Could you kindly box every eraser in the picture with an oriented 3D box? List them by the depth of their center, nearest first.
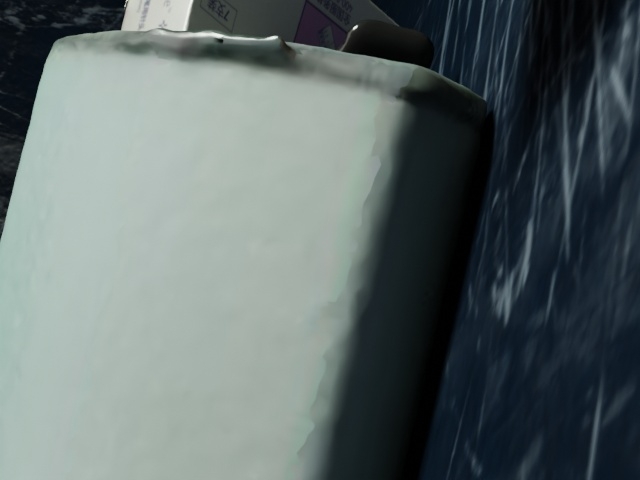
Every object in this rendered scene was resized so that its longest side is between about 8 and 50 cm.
[{"bbox_3d":[-0.055,0.069,0.724,0.104,0.189,0.290,20,-97,-59],"label":"eraser"}]

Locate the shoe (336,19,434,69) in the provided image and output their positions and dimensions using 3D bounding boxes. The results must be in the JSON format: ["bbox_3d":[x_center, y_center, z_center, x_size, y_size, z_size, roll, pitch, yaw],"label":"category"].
[{"bbox_3d":[0.000,0.000,0.819,0.112,0.099,0.227,121,165,-53],"label":"shoe"}]

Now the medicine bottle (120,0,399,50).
[{"bbox_3d":[-0.030,-0.064,0.952,0.201,0.052,0.171,34,-117,-52],"label":"medicine bottle"}]
